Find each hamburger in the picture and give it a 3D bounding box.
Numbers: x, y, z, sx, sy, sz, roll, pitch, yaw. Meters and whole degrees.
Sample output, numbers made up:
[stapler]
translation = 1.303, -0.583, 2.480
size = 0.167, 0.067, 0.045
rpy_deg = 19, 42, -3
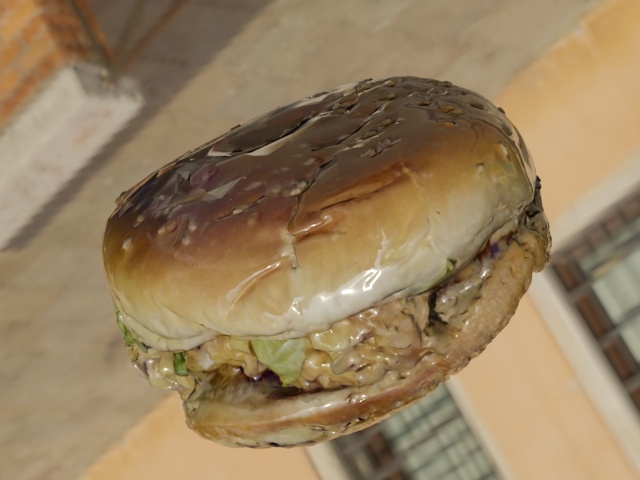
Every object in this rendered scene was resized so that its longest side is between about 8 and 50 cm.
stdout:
[hamburger]
translation = 0.000, 0.000, 0.976
size = 0.243, 0.146, 0.286
rpy_deg = -40, -158, -34
